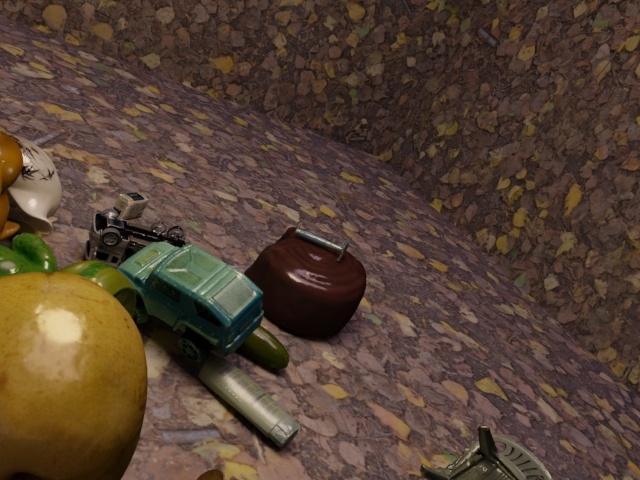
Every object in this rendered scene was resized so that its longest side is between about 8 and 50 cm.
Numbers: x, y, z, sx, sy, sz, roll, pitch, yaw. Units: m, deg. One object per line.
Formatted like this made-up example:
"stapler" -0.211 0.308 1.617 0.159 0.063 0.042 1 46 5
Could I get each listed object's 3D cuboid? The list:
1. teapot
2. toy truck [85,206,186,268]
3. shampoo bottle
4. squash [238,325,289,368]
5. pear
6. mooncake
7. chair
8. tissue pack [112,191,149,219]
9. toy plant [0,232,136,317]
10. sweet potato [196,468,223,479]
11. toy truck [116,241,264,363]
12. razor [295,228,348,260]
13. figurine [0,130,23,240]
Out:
"teapot" -0.644 -0.121 1.239 0.300 0.208 0.166 13 63 3
"toy truck" -0.372 0.027 1.332 0.253 0.124 0.114 16 24 -28
"shampoo bottle" -0.132 0.294 1.138 0.212 0.049 0.072 38 26 20
"squash" -0.175 0.188 1.300 0.258 0.069 0.069 31 20 0
"pear" -0.352 0.185 0.747 0.314 0.314 0.314 26 21 -11
"mooncake" -0.033 0.090 1.579 0.326 0.174 0.334 5 33 -45
"chair" 0.346 0.469 1.198 0.203 0.190 0.274 44 -4 31
"tissue pack" -0.473 -0.087 1.543 0.042 0.062 0.083 39 22 12
"toy plant" -0.479 0.081 1.016 0.316 0.184 0.224 22 38 7
"sweet potato" -0.156 0.392 0.876 0.053 0.054 0.182 13 27 -18
"toy truck" -0.250 0.105 1.182 0.279 0.156 0.155 29 42 17
"razor" 0.000 0.000 1.544 0.135 0.040 0.068 23 22 8
"figurine" -0.625 -0.085 1.093 0.215 0.228 0.215 6 35 -4
